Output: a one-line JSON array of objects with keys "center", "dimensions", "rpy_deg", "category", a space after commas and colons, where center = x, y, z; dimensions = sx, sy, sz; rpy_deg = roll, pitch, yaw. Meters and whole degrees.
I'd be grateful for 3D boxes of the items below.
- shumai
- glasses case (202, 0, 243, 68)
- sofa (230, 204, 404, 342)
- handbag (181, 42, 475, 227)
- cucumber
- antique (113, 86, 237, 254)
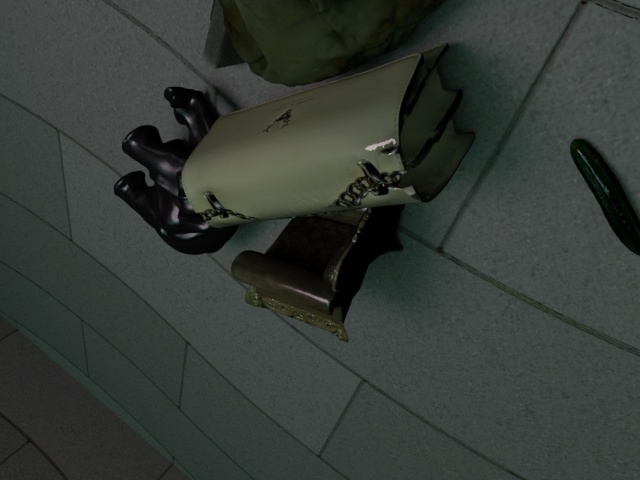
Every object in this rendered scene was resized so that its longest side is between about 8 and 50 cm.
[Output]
[{"center": [-0.029, -0.285, 0.503], "dimensions": [0.329, 0.289, 0.292], "rpy_deg": [-27, 119, 37], "category": "shumai"}, {"center": [-0.130, -0.372, 0.710], "dimensions": [0.047, 0.071, 0.205], "rpy_deg": [42, 134, 11], "category": "glasses case"}, {"center": [0.000, 0.000, 0.727], "dimensions": [0.199, 0.258, 0.182], "rpy_deg": [15, 138, 28], "category": "sofa"}, {"center": [0.000, -0.130, 0.642], "dimensions": [0.358, 0.237, 0.160], "rpy_deg": [-5, 126, 37], "category": "handbag"}, {"center": [0.370, -0.050, 0.581], "dimensions": [0.033, 0.036, 0.184], "rpy_deg": [-28, 98, 35], "category": "cucumber"}, {"center": [-0.239, -0.107, 0.883], "dimensions": [0.255, 0.185, 0.322], "rpy_deg": [50, 134, 9], "category": "antique"}]
